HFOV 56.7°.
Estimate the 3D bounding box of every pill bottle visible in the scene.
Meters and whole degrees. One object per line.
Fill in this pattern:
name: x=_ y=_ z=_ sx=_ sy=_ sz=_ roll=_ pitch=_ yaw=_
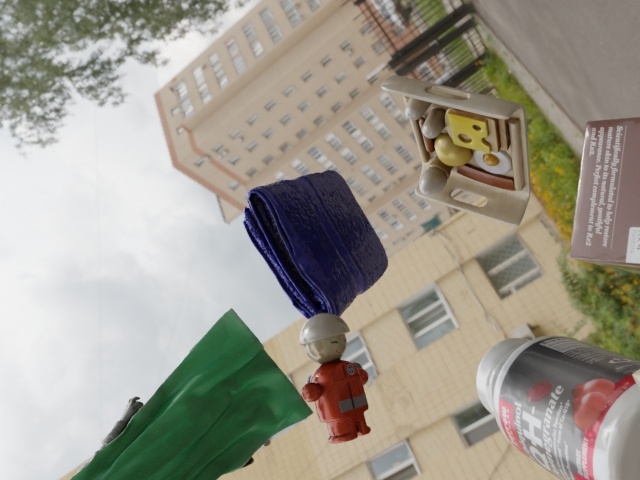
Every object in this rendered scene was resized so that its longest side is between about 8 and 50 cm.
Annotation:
pill bottle: x=0.338 y=0.223 z=0.770 sx=0.176 sy=0.176 sz=0.318 roll=52 pitch=171 yaw=-11

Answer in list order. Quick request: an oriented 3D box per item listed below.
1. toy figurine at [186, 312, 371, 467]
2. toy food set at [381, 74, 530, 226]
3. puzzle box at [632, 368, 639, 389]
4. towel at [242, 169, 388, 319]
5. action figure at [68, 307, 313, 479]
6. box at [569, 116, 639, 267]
toy figurine: x=-0.048 y=0.179 z=0.736 sx=0.209 sy=0.213 sz=0.148 roll=72 pitch=-176 yaw=-79
toy food set: x=0.235 y=-0.145 z=1.023 sx=0.220 sy=0.092 sz=0.306 roll=22 pitch=161 yaw=31
puzzle box: x=0.542 y=0.170 z=0.613 sx=0.272 sy=0.409 sz=0.052 roll=64 pitch=161 yaw=5
towel: x=0.000 y=0.000 z=0.984 sx=0.227 sy=0.076 sz=0.308 roll=61 pitch=-154 yaw=1
action figure: x=-0.130 y=0.173 z=0.483 sx=0.137 sy=0.232 sz=0.063 roll=57 pitch=163 yaw=-24
box: x=0.516 y=-0.038 z=0.854 sx=0.381 sy=0.143 sz=0.191 roll=11 pitch=-93 yaw=-43
